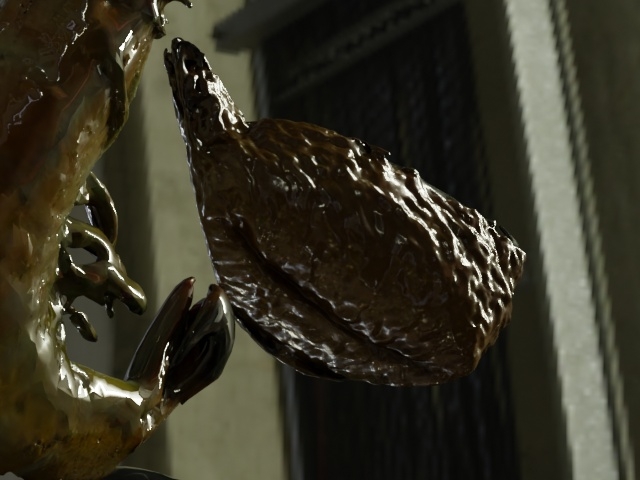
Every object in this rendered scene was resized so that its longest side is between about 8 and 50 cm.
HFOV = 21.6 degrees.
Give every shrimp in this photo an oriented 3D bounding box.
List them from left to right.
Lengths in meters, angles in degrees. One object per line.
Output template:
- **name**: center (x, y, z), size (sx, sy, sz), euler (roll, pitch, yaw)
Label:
- **shrimp**: center (-0.045, -0.021, 0.419), size (0.034, 0.124, 0.178), euler (0, -122, 28)

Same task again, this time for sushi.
- **sushi**: center (0.000, 0.000, 1.020), size (0.149, 0.287, 0.140), euler (-44, -155, 43)

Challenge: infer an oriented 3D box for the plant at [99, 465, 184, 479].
- **plant**: center (-0.037, 0.155, 0.519), size (0.256, 0.142, 0.164), euler (-1, -101, 15)
